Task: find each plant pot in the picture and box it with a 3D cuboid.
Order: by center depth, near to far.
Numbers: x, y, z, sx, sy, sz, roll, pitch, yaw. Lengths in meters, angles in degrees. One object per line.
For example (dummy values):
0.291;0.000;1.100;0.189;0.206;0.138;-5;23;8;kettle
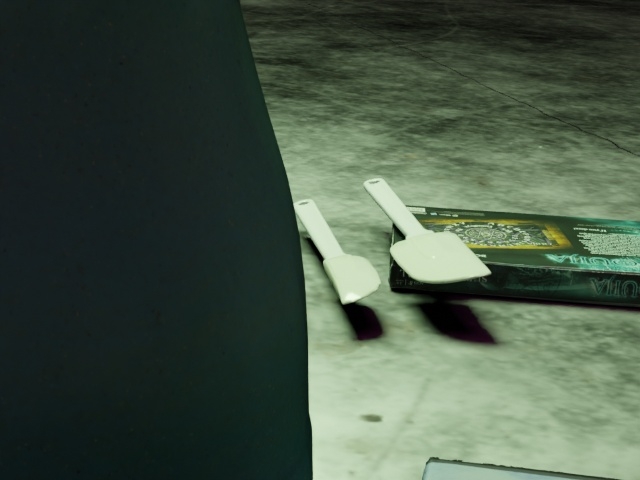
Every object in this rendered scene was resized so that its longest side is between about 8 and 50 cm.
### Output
-0.127;-0.003;0.531;0.272;0.255;0.271;4;17;-1;plant pot

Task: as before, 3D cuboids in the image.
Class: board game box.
0.142;0.009;0.940;0.186;0.026;0.126;4;18;3;board game box

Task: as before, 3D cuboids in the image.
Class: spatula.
0.000;0.000;0.906;0.168;0.019;0.242;-14;19;-7;spatula

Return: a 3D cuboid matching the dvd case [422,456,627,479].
0.117;0.149;0.477;0.180;0.022;0.253;5;16;7;dvd case
